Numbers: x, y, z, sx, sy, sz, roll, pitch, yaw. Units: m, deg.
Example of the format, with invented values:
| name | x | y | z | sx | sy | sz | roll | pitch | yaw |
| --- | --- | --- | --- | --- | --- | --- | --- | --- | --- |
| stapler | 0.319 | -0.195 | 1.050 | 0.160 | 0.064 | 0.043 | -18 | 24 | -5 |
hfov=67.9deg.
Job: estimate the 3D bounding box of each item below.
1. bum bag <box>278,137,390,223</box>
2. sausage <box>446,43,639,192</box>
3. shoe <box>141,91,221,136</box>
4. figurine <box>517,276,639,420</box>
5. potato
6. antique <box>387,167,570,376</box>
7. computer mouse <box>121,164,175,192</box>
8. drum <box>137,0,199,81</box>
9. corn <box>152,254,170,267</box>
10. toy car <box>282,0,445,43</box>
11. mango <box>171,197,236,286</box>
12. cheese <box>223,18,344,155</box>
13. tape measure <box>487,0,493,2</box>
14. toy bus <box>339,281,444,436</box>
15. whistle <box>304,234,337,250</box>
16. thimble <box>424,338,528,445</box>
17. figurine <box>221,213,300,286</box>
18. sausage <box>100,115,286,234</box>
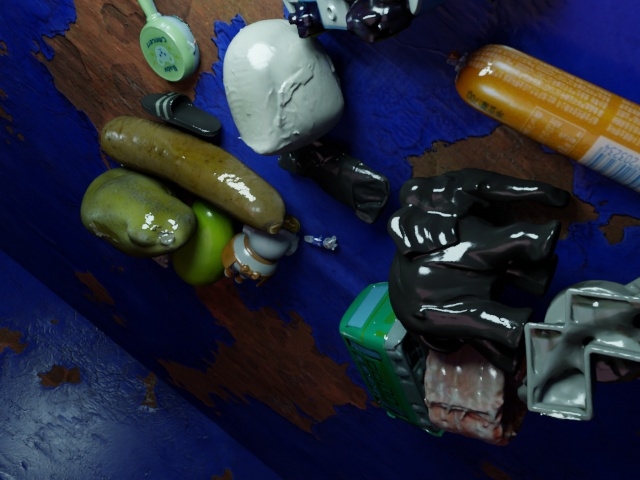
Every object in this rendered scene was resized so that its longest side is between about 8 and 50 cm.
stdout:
| name | x | y | z | sx | sy | sz | roll | pitch | yaw |
| --- | --- | --- | --- | --- | --- | --- | --- | --- | --- |
| bum bag | 0.020 | -0.128 | 0.898 | 0.248 | 0.060 | 0.123 | 29 | 143 | 13 |
| sausage | 0.300 | -0.164 | 0.603 | 0.312 | 0.093 | 0.093 | 30 | 143 | 11 |
| shoe | -0.289 | -0.278 | 0.992 | 0.179 | 0.071 | 0.049 | 26 | 142 | 7 |
| figurine | 0.418 | 0.138 | 0.691 | 0.343 | 0.285 | 0.167 | -29 | 71 | 33 |
| potato | -0.427 | -0.061 | 1.135 | 0.351 | 0.202 | 0.218 | 25 | 174 | 45 |
| antique | 0.230 | 0.042 | 0.769 | 0.255 | 0.185 | 0.322 | 24 | 109 | 33 |
| computer mouse | -0.476 | -0.165 | 1.279 | 0.182 | 0.056 | 0.089 | 37 | 139 | 2 |
| drum | -0.324 | -0.418 | 0.886 | 0.130 | 0.049 | 0.253 | -11 | 122 | 45 |
| corn | -0.546 | -0.003 | 1.494 | 0.211 | 0.087 | 0.087 | 36 | 144 | -8 |
| toy car | 0.038 | -0.359 | 0.566 | 0.314 | 0.166 | 0.198 | 39 | 154 | 54 |
| mango | -0.303 | 0.009 | 1.254 | 0.175 | 0.143 | 0.293 | 39 | 134 | 11 |
| cheese | -0.061 | -0.244 | 0.743 | 0.154 | 0.198 | 0.189 | 11 | 126 | 35 |
| tape measure | 0.215 | -0.319 | 0.538 | 0.094 | 0.054 | 0.091 | 19 | 134 | 20 |
| toy bus | 0.183 | 0.261 | 1.073 | 0.199 | 0.183 | 0.343 | 6 | 132 | 40 |
| whistle | 0.000 | 0.000 | 1.080 | 0.083 | 0.029 | 0.033 | 11 | 99 | 25 |
| thimble | 0.316 | 0.272 | 0.937 | 0.162 | 0.239 | 0.239 | 3 | 131 | 37 |
| figurine | -0.142 | 0.023 | 1.125 | 0.143 | 0.143 | 0.271 | 46 | 142 | -11 |
| sausage | -0.285 | -0.164 | 1.054 | 0.501 | 0.123 | 0.136 | 25 | 107 | 16 |
